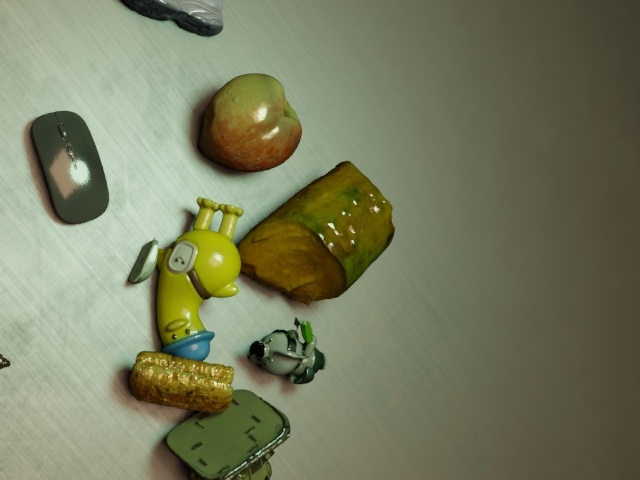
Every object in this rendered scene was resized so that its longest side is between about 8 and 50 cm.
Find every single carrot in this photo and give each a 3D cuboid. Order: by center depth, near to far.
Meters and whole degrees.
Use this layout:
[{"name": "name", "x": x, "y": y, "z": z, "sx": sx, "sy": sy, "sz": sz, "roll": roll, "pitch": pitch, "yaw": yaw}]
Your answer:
[{"name": "carrot", "x": 0.000, "y": 0.000, "z": 1.940, "sx": 0.340, "sy": 0.241, "sz": 0.241, "roll": -42, "pitch": 104, "yaw": -30}]

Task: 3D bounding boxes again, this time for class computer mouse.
[{"name": "computer mouse", "x": -0.504, "y": -0.150, "z": 1.768, "sx": 0.120, "sy": 0.057, "sz": 0.232, "roll": -17, "pitch": 92, "yaw": -32}, {"name": "computer mouse", "x": -0.360, "y": 0.046, "z": 1.827, "sx": 0.032, "sy": 0.056, "sz": 0.110, "roll": 34, "pitch": 65, "yaw": -31}]

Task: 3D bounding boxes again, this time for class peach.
[{"name": "peach", "x": -0.163, "y": -0.250, "z": 1.922, "sx": 0.232, "sy": 0.232, "sz": 0.233, "roll": 5, "pitch": 81, "yaw": -30}]

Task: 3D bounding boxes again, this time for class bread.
[{"name": "bread", "x": -0.280, "y": 0.290, "z": 1.775, "sx": 0.210, "sy": 0.114, "sz": 0.083, "roll": 9, "pitch": 48, "yaw": -7}]

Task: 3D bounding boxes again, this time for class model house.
[{"name": "model house", "x": -0.169, "y": 0.493, "z": 1.834, "sx": 0.218, "sy": 0.204, "sz": 0.279, "roll": -31, "pitch": 128, "yaw": -29}]

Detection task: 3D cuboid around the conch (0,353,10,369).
[{"name": "conch", "x": -0.691, "y": 0.217, "z": 1.598, "sx": 0.232, "sy": 0.086, "sz": 0.080, "roll": -7, "pitch": 127, "yaw": -19}]

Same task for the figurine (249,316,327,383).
[{"name": "figurine", "x": -0.073, "y": 0.250, "z": 1.927, "sx": 0.192, "sy": 0.147, "sz": 0.126, "roll": 18, "pitch": 59, "yaw": -40}]

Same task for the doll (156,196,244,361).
[{"name": "doll", "x": -0.269, "y": 0.093, "z": 1.842, "sx": 0.199, "sy": 0.145, "sz": 0.363, "roll": 16, "pitch": 82, "yaw": 13}]

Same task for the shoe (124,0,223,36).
[{"name": "shoe", "x": -0.319, "y": -0.549, "z": 1.918, "sx": 0.245, "sy": 0.095, "sz": 0.138, "roll": 14, "pitch": 72, "yaw": -32}]
